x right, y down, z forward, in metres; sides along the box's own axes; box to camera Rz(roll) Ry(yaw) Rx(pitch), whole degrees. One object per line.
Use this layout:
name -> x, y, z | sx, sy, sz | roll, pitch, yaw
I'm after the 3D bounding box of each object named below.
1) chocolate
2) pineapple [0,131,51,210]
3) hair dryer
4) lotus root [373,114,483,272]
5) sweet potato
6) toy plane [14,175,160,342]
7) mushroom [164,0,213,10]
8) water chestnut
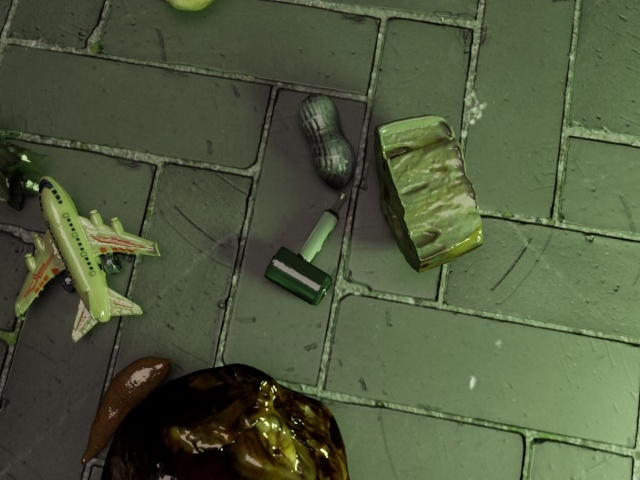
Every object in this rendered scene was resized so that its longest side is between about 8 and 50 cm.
chocolate -> 0.012, -0.165, 1.017 | 0.072, 0.072, 0.167 | -18, 76, -2
pineapple -> -0.576, -0.177, 1.013 | 0.277, 0.119, 0.130 | 43, 64, 7
hair dryer -> 0.000, 0.000, 0.997 | 0.100, 0.057, 0.198 | 29, 75, 5
lotus root -> 0.162, -0.069, 0.962 | 0.118, 0.138, 0.235 | -13, 78, -7
sweet potato -> -0.307, 0.247, 0.948 | 0.068, 0.068, 0.226 | 42, 96, 9
toy plane -> -0.382, 0.020, 0.972 | 0.241, 0.104, 0.256 | -23, 79, -1
mushroom -> -0.225, -0.469, 1.064 | 0.147, 0.112, 0.148 | 1, 71, -2
water chestnut -> -0.107, 0.292, 0.801 | 0.335, 0.335, 0.347 | 24, 116, 6
